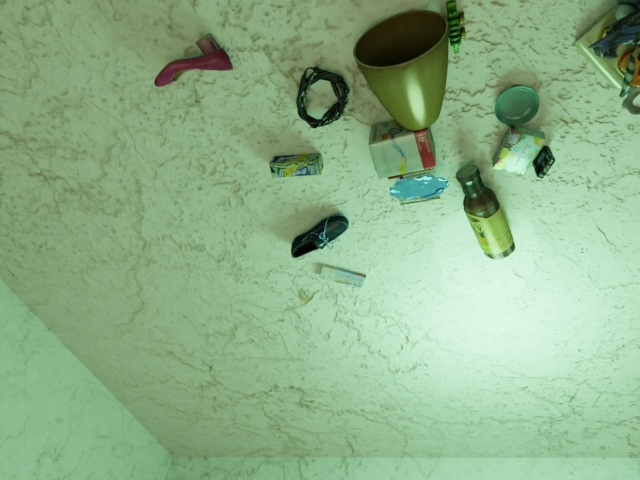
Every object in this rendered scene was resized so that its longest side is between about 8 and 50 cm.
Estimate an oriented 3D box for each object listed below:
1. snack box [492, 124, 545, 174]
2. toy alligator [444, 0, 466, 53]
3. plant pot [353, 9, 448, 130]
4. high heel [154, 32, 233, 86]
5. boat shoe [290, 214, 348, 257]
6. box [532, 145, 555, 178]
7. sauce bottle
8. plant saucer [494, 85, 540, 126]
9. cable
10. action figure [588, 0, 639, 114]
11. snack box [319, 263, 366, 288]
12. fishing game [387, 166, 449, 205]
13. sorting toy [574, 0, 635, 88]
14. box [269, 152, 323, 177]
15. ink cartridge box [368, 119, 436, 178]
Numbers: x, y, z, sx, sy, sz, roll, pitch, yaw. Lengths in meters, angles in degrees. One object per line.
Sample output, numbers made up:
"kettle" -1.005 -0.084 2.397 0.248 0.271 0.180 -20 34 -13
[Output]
"snack box" 0.585 -0.266 1.406 0.100 0.037 0.141 11 141 2
"toy alligator" 0.338 -0.566 1.212 0.056 0.051 0.189 -7 127 17
"plant pot" 0.239 -0.427 1.259 0.237 0.237 0.254 -10 140 20
"high heel" -0.378 -0.495 1.407 0.244 0.082 0.117 -30 109 16
"boat shoe" 0.000 0.000 1.731 0.109 0.089 0.258 40 126 -21
"box" 0.658 -0.231 1.401 0.018 0.083 0.067 18 131 -4
"sauce bottle" 0.528 -0.091 1.533 0.112 0.111 0.344 -19 121 25
"plant saucer" 0.553 -0.381 1.340 0.120 0.021 0.119 6 131 7
"cable" 0.004 -0.419 1.417 0.151 0.047 0.184 12 128 -4
"action figure" 0.727 -0.467 1.092 0.342 0.178 0.330 -24 116 -5
"snack box" 0.088 0.143 1.875 0.179 0.022 0.064 14 130 0
"fishing game" 0.308 -0.173 1.486 0.189 0.041 0.264 -10 162 20
"sorting toy" 0.781 -0.505 1.178 0.193 0.038 0.208 35 128 -17
"box" -0.079 -0.246 1.562 0.169 0.059 0.054 -1 128 13
"ink cartridge box" 0.244 -0.282 1.418 0.176 0.128 0.127 -11 126 19
